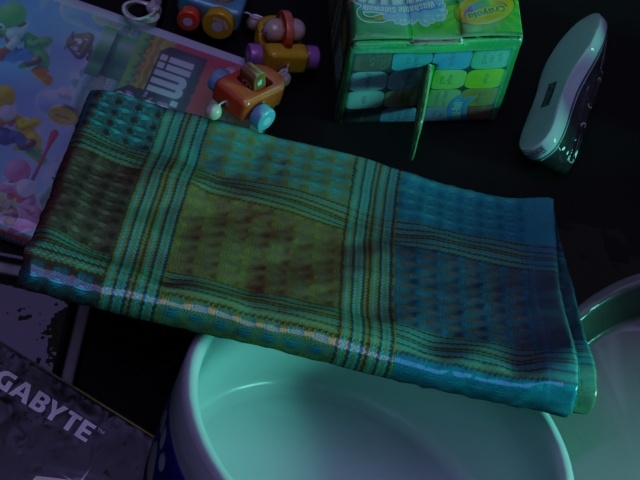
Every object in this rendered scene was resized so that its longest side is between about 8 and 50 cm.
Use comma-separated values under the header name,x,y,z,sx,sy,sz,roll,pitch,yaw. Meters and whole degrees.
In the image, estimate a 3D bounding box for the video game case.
name,x,y,z,sx,sy,sz,roll,pitch,yaw
video game case,-0.194,-0.087,1.242,0.285,0.025,0.204,19,67,4

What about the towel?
name,x,y,z,sx,sy,sz,roll,pitch,yaw
towel,0.000,0.000,1.115,0.370,0.040,0.271,14,28,-6

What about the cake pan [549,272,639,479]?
name,x,y,z,sx,sy,sz,roll,pitch,yaw
cake pan,0.278,0.162,1.163,0.293,0.054,0.293,2,67,-4

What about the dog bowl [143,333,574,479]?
name,x,y,z,sx,sy,sz,roll,pitch,yaw
dog bowl,0.023,0.152,1.053,0.264,0.104,0.265,16,37,-13

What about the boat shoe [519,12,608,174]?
name,x,y,z,sx,sy,sz,roll,pitch,yaw
boat shoe,0.197,-0.114,1.280,0.040,0.049,0.142,38,63,-25

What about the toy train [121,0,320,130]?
name,x,y,z,sx,sy,sz,roll,pitch,yaw
toy train,-0.068,-0.158,1.240,0.125,0.046,0.166,-24,57,-38

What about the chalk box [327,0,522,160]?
name,x,y,z,sx,sy,sz,roll,pitch,yaw
chalk box,0.077,-0.169,1.242,0.132,0.132,0.213,-2,69,-6

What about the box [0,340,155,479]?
name,x,y,z,sx,sy,sz,roll,pitch,yaw
box,-0.179,0.240,1.079,0.322,0.079,0.257,31,70,8
